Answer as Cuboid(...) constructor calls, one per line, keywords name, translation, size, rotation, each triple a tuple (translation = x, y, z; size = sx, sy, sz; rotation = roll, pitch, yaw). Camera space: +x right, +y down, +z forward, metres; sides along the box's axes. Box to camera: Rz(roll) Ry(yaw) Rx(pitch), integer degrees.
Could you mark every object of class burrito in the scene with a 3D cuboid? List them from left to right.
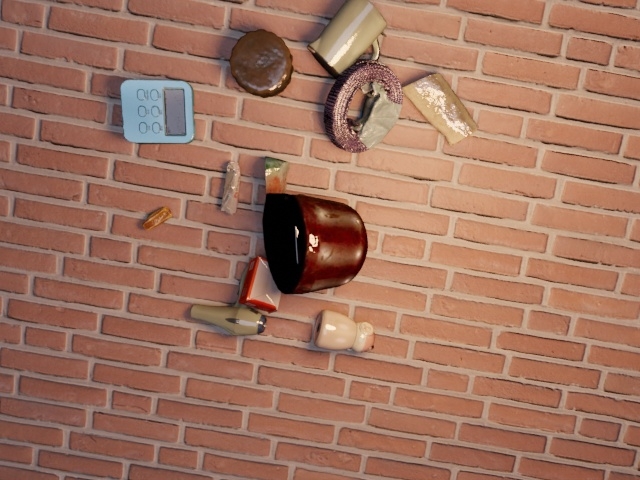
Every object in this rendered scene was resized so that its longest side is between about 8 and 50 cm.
Cuboid(name="burrito", translation=(-0.340, -0.200, 1.877), size=(0.064, 0.064, 0.203), rotation=(9, 100, 0))
Cuboid(name="burrito", translation=(0.441, -0.487, 1.793), size=(0.143, 0.105, 0.299), rotation=(-43, 97, 2))

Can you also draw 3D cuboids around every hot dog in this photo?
Cuboid(name="hot dog", translation=(-0.635, -0.087, 1.912), size=(0.133, 0.041, 0.056), rotation=(-32, 105, 0))

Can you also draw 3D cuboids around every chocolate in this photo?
Cuboid(name="chocolate", translation=(0.000, 0.000, 1.749), size=(0.331, 0.383, 0.384), rotation=(-8, 99, -20))

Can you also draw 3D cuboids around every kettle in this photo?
Cuboid(name="kettle", translation=(0.111, -0.699, 1.752), size=(0.240, 0.165, 0.255), rotation=(35, 100, -33))

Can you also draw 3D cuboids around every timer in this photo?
Cuboid(name="timer", translation=(-0.596, -0.475, 1.827), size=(0.249, 0.091, 0.232), rotation=(-2, 98, -2))

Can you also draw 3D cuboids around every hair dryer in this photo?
Cuboid(name="hair dryer", translation=(-0.370, 0.236, 1.937), size=(0.295, 0.119, 0.299), rotation=(-11, 82, 7))

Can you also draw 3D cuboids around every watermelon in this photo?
Cuboid(name="watermelon", translation=(-0.173, -0.183, 1.850), size=(0.094, 0.154, 0.241), rotation=(5, 113, 0))

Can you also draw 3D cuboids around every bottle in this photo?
Cuboid(name="bottle", translation=(0.101, 0.362, 1.913), size=(0.236, 0.147, 0.148), rotation=(14, 99, -9))

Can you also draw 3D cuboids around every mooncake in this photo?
Cuboid(name="mooncake", translation=(-0.208, -0.631, 1.780), size=(0.228, 0.124, 0.228), rotation=(0, 93, 2))

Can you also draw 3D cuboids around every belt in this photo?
Cuboid(name="belt", translation=(0.152, -0.471, 1.760), size=(0.260, 0.122, 0.325), rotation=(21, 101, -30))

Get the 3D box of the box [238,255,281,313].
Cuboid(name="box", translation=(-0.219, 0.170, 1.862), size=(0.133, 0.099, 0.182), rotation=(21, 66, -23))
